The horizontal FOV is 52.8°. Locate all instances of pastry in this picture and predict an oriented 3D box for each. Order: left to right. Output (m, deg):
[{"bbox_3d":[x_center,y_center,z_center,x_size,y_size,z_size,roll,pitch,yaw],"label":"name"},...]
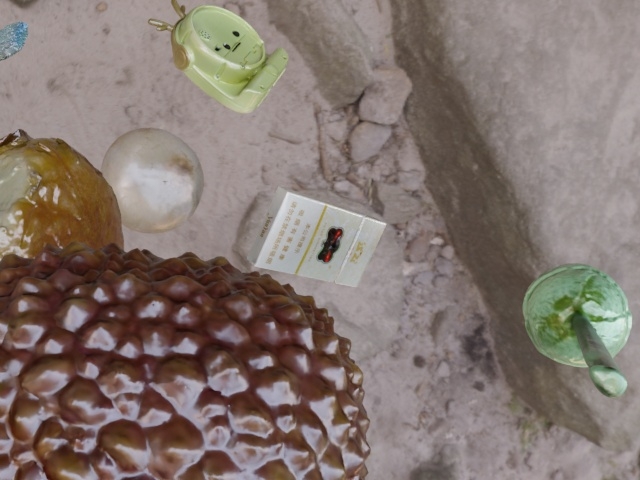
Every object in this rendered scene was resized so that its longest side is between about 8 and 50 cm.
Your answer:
[{"bbox_3d":[-0.295,-0.005,0.690,0.100,0.218,0.228,-1,95,17],"label":"pastry"}]

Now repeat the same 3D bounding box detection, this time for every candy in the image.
[{"bbox_3d":[0.246,0.086,0.593,0.119,0.440,0.119,0,90,17],"label":"candy"}]

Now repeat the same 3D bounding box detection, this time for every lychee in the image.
[{"bbox_3d":[-0.112,0.112,0.390,0.272,0.271,0.271,-4,100,-25],"label":"lychee"}]

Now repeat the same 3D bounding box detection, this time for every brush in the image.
[{"bbox_3d":[-0.450,-0.219,0.814,0.196,0.070,0.021,-22,136,17],"label":"brush"}]

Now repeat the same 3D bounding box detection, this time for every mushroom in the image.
[{"bbox_3d":[-0.361,-0.128,1.379,0.227,0.178,0.226,-5,99,-33],"label":"mushroom"}]

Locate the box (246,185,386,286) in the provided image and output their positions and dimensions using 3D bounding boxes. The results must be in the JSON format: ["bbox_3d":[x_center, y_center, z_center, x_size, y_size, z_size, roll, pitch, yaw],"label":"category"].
[{"bbox_3d":[0.000,0.000,0.743,0.167,0.024,0.090,15,103,-43],"label":"box"}]

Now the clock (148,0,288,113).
[{"bbox_3d":[-0.237,-0.446,1.493,0.308,0.096,0.235,35,44,-11],"label":"clock"}]
